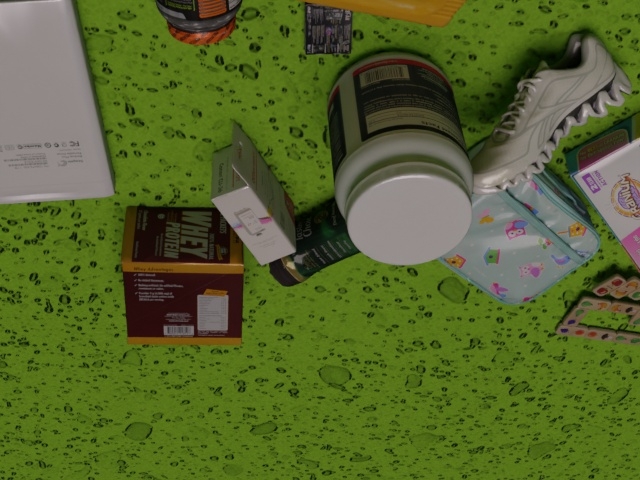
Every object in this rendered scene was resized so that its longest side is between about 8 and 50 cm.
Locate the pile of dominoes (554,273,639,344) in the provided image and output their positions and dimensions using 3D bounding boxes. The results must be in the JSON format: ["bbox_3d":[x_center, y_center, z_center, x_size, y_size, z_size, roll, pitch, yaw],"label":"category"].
[{"bbox_3d":[0.578,0.142,1.974,0.251,0.040,0.196,8,141,-13],"label":"pile of dominoes"}]

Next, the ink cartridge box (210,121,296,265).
[{"bbox_3d":[-0.111,-0.072,1.679,0.067,0.115,0.198,-21,131,15],"label":"ink cartridge box"}]

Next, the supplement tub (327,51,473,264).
[{"bbox_3d":[0.110,-0.118,1.542,0.191,0.272,0.191,-2,134,-2],"label":"supplement tub"}]

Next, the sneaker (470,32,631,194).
[{"bbox_3d":[0.307,-0.182,1.574,0.292,0.110,0.118,-41,120,-8],"label":"sneaker"}]

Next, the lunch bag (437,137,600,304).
[{"bbox_3d":[0.300,-0.029,1.757,0.224,0.108,0.279,-37,126,28],"label":"lunch bag"}]

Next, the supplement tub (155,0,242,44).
[{"bbox_3d":[-0.159,-0.354,1.401,0.116,0.117,0.190,-2,134,-3],"label":"supplement tub"}]

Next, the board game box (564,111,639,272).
[{"bbox_3d":[0.578,-0.114,1.702,0.316,0.064,0.242,-30,120,22],"label":"board game box"}]

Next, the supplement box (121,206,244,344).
[{"bbox_3d":[-0.221,0.059,1.786,0.191,0.129,0.194,1,134,-5],"label":"supplement box"}]

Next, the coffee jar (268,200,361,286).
[{"bbox_3d":[0.000,0.000,1.770,0.184,0.096,0.079,-28,127,20],"label":"coffee jar"}]

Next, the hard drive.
[{"bbox_3d":[-0.440,-0.200,1.577,0.232,0.047,0.353,-4,135,-1],"label":"hard drive"}]

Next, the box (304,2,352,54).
[{"bbox_3d":[0.011,-0.300,1.535,0.067,0.018,0.083,-2,134,-2],"label":"box"}]

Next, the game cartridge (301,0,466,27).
[{"bbox_3d":[0.104,-0.384,1.342,0.285,0.053,0.324,5,153,-22],"label":"game cartridge"}]
